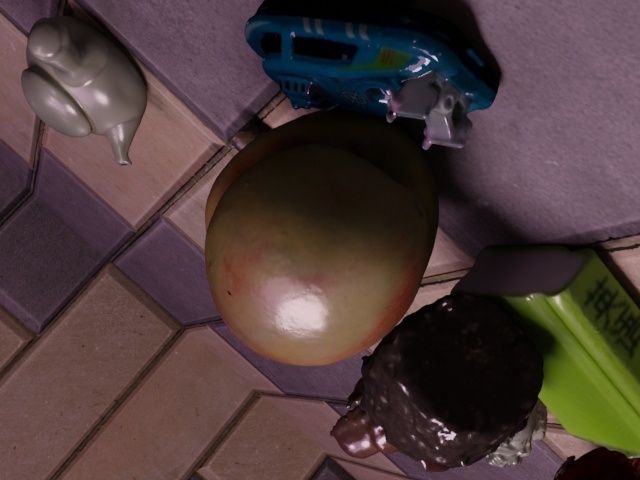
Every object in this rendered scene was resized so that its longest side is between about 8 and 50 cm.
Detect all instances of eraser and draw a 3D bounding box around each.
[{"bbox_3d":[0.300,0.128,1.034,0.274,0.092,0.210,48,161,-17],"label":"eraser"}]

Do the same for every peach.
[{"bbox_3d":[0.000,0.000,0.987,0.247,0.292,0.292,20,167,-17],"label":"peach"}]

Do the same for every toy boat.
[{"bbox_3d":[0.022,-0.158,0.875,0.299,0.092,0.134,18,169,48],"label":"toy boat"}]

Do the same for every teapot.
[{"bbox_3d":[-0.379,-0.263,1.354,0.220,0.149,0.318,30,160,25],"label":"teapot"}]

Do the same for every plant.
[{"bbox_3d":[0.140,0.170,1.021,0.178,0.204,0.234,48,154,17],"label":"plant"}]

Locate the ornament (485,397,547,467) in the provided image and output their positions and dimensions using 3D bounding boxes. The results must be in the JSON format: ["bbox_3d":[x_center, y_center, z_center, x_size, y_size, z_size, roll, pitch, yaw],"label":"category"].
[{"bbox_3d":[0.255,0.203,1.260,0.120,0.130,0.285,19,146,28],"label":"ornament"}]

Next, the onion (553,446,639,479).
[{"bbox_3d":[0.453,0.420,1.232,0.314,0.232,0.314,46,149,38],"label":"onion"}]

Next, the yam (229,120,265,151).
[{"bbox_3d":[-0.009,-0.066,1.242,0.274,0.061,0.061,41,162,0],"label":"yam"}]
